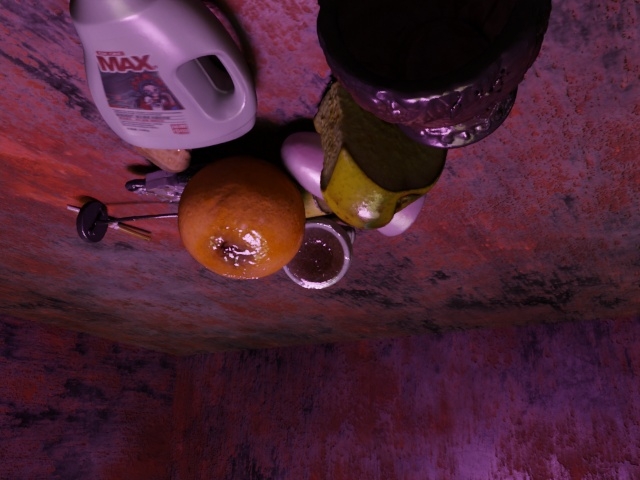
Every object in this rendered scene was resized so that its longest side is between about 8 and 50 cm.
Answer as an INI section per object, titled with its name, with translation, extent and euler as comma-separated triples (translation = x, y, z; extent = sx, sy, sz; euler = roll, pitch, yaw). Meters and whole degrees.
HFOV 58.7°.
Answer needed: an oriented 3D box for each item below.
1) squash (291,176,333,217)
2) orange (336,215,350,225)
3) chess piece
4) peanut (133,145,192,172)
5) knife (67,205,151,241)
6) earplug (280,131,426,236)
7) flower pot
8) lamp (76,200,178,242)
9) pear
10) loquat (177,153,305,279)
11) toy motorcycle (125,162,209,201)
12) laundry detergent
[squash]
translation = -0.054, -0.101, 1.302
extent = 0.186, 0.123, 0.123
euler = -10, 156, 32
[orange]
translation = 0.082, -0.077, 1.399
extent = 0.095, 0.085, 0.085
euler = -9, 159, -4
[chess piece]
translation = 0.000, 0.000, 1.437
extent = 0.176, 0.176, 0.298
euler = 0, -165, 4
[peanut]
translation = -0.315, -0.196, 1.120
extent = 0.093, 0.083, 0.194
euler = 9, 163, 20
[knife]
translation = -0.586, -0.050, 1.595
extent = 0.256, 0.022, 0.046
euler = 25, 157, -37
[earplug]
translation = 0.051, -0.134, 1.174
extent = 0.301, 0.172, 0.172
euler = 20, 153, -27
[flower pot]
translation = 0.158, -0.253, 0.747
extent = 0.266, 0.266, 0.267
euler = -6, 169, 19
[lamp]
translation = -0.438, -0.083, 1.481
extent = 0.371, 0.108, 0.130
euler = -15, 145, 2
[pear]
translation = 0.115, -0.139, 1.020
extent = 0.238, 0.255, 0.164
euler = 5, 157, -22
[loquat]
translation = -0.160, -0.045, 1.162
extent = 0.263, 0.263, 0.263
euler = 1, 159, 0
[toy motorcycle]
translation = -0.323, -0.128, 1.299
extent = 0.225, 0.073, 0.152
euler = -6, 173, 30
[laundry detergent]
translation = -0.242, -0.289, 0.840
extent = 0.264, 0.125, 0.398
euler = 2, 157, 2
